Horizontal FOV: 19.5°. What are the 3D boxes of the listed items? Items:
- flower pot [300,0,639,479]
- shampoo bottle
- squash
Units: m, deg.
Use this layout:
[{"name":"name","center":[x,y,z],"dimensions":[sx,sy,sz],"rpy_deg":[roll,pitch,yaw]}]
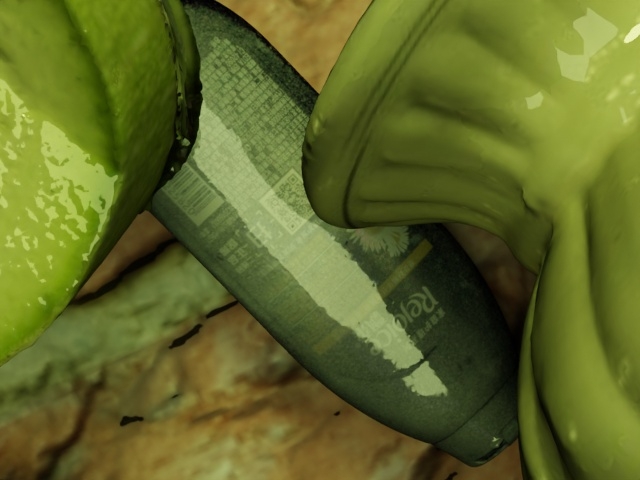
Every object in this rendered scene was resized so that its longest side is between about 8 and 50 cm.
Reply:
[{"name":"flower pot","center":[0.150,-0.023,0.682],"dimensions":[0.244,0.307,0.307],"rpy_deg":[42,95,12]},{"name":"shampoo bottle","center":[0.000,0.000,0.790],"dimensions":[0.087,0.049,0.234],"rpy_deg":[-45,97,-1]},{"name":"squash","center":[-0.162,-0.059,0.697],"dimensions":[0.220,0.133,0.220],"rpy_deg":[10,122,17]}]
